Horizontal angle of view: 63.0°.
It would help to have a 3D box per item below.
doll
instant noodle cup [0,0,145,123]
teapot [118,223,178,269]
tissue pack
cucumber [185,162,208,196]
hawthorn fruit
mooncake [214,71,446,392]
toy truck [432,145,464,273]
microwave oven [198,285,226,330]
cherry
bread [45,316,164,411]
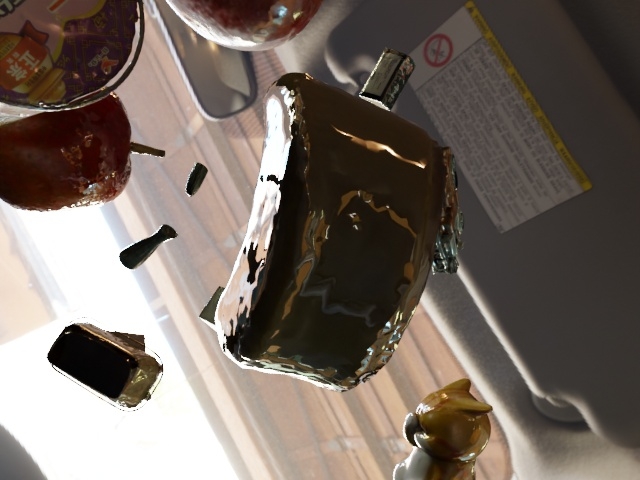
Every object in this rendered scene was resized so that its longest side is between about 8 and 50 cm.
[{"bbox_3d":[0.239,0.418,1.019,0.167,0.162,0.269,-143,-122,-72],"label":"doll"},{"bbox_3d":[-0.461,-0.310,0.714,0.266,0.340,0.339,-7,-75,41],"label":"instant noodle cup"},{"bbox_3d":[-0.304,0.009,0.926,0.111,0.043,0.042,-32,-97,17],"label":"teapot"},{"bbox_3d":[0.207,-0.494,1.609,0.103,0.090,0.170,32,-86,39],"label":"tissue pack"},{"bbox_3d":[-0.386,-0.184,1.606,0.048,0.105,0.048,20,-14,5],"label":"cucumber"},{"bbox_3d":[-0.475,-0.190,1.023,0.287,0.330,0.287,-176,-90,-72],"label":"hawthorn fruit"},{"bbox_3d":[0.000,0.000,0.734,0.394,0.246,0.393,122,-23,-49],"label":"mooncake"},{"bbox_3d":[0.282,-0.058,1.325,0.133,0.184,0.338,-2,-43,23],"label":"toy truck"},{"bbox_3d":[-0.239,0.251,1.599,0.162,0.122,0.208,15,-26,36],"label":"microwave oven"},{"bbox_3d":[-0.156,-0.507,0.946,0.291,0.335,0.326,-68,-160,13],"label":"cherry"},{"bbox_3d":[-0.418,0.239,1.046,0.224,0.142,0.212,28,-13,5],"label":"bread"}]
